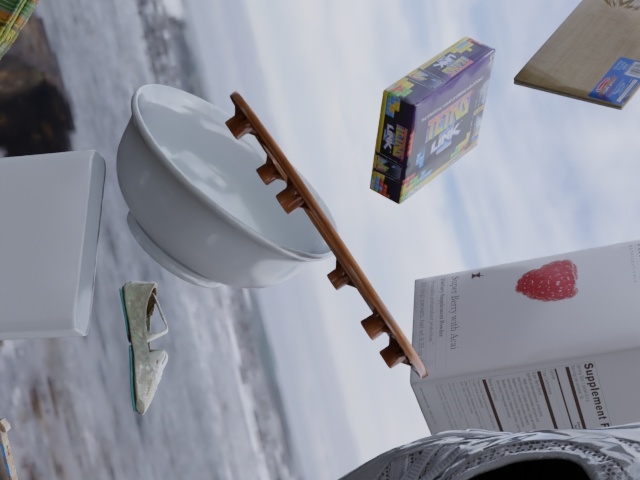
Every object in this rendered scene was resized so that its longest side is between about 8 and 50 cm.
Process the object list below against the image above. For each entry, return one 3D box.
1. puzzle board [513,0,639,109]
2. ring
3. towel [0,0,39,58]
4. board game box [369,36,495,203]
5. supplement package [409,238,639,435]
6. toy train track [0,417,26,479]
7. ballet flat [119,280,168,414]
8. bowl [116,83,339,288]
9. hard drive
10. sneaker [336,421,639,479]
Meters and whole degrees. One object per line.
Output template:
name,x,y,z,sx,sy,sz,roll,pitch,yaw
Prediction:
puzzle board,0.227,-0.152,1.010,0.096,0.128,0.011,21,-34,34
ring,0.000,0.000,1.246,0.336,0.032,0.336,56,0,0
towel,-0.231,-0.249,1.004,0.102,0.237,0.021,26,-7,36
board game box,0.132,-0.142,1.487,0.048,0.170,0.141,31,-44,25
supplement package,0.269,0.136,1.482,0.177,0.293,0.175,-83,156,-48
toy train track,-0.226,0.173,0.951,0.048,0.014,0.083,-48,126,-80
ballet flat,-0.207,0.123,1.518,0.057,0.052,0.168,95,-14,-68
bowl,-0.133,-0.039,1.493,0.298,0.134,0.298,36,19,-14
hard drive,-0.389,0.010,1.380,0.040,0.308,0.203,53,36,-64
sneaker,0.062,0.131,0.585,0.281,0.115,0.105,-27,-115,41
